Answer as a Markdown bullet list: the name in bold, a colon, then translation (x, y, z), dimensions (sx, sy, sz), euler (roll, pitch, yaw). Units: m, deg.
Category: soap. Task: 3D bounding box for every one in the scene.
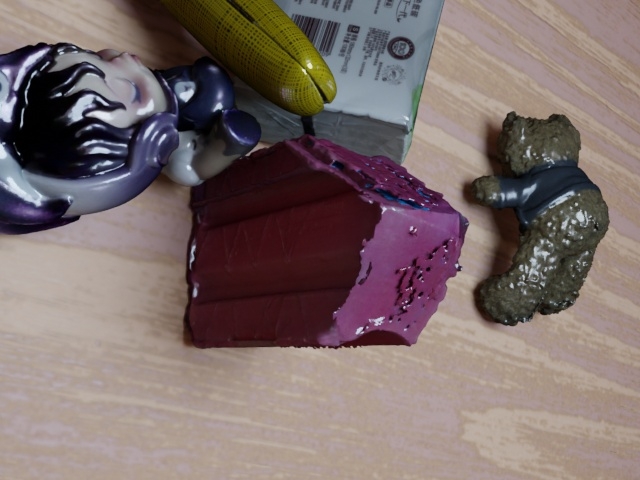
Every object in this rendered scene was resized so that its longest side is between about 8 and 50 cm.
- **soap**: translation (-0.009, 0.007, 0.588), dimensions (0.099, 0.250, 0.162), euler (15, 76, -34)

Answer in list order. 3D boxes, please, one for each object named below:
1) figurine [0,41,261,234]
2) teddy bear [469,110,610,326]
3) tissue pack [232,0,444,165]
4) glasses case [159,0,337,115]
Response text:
- **figurine**: translation (-0.171, -0.077, 0.564), dimensions (0.222, 0.145, 0.145), euler (-9, 89, -43)
- **teddy bear**: translation (0.269, -0.029, 0.890), dimensions (0.181, 0.129, 0.252), euler (3, 82, -40)
- **tissue pack**: translation (0.030, -0.186, 0.724), dimensions (0.159, 0.145, 0.230), euler (13, 70, 8)
- **glasses case**: translation (-0.077, -0.183, 0.612), dimensions (0.064, 0.079, 0.234), euler (-44, 70, -1)
